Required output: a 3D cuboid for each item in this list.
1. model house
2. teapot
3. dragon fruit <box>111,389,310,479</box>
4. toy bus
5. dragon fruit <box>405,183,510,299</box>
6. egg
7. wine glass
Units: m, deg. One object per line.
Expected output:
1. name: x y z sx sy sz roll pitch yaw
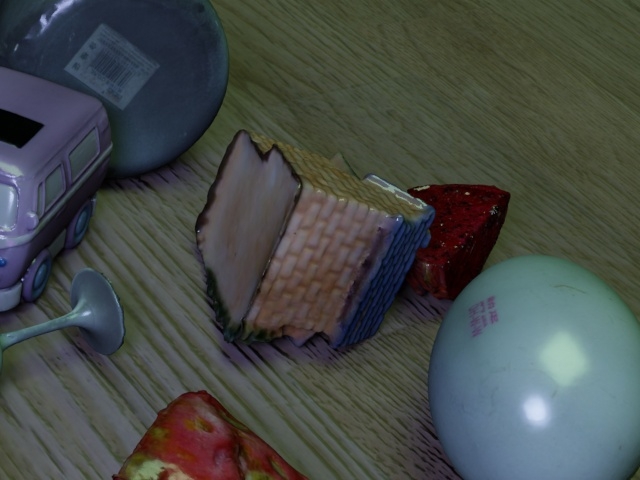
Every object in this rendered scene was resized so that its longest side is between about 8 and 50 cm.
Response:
1. model house: 0.000 0.000 1.228 0.172 0.166 0.183 12 23 -26
2. teapot: -0.270 -0.217 1.366 0.305 0.223 0.285 3 28 -26
3. dragon fruit: -0.046 0.209 0.917 0.211 0.134 0.262 22 34 3
4. toy bus: -0.280 -0.047 1.173 0.142 0.142 0.202 20 34 6
5. dragon fruit: 0.109 0.004 1.328 0.106 0.083 0.162 17 41 24
6. egg: 0.178 0.110 1.106 0.182 0.183 0.264 14 28 -3
7. wine glass: -0.253 0.080 1.061 0.195 0.079 0.079 -18 47 -39
